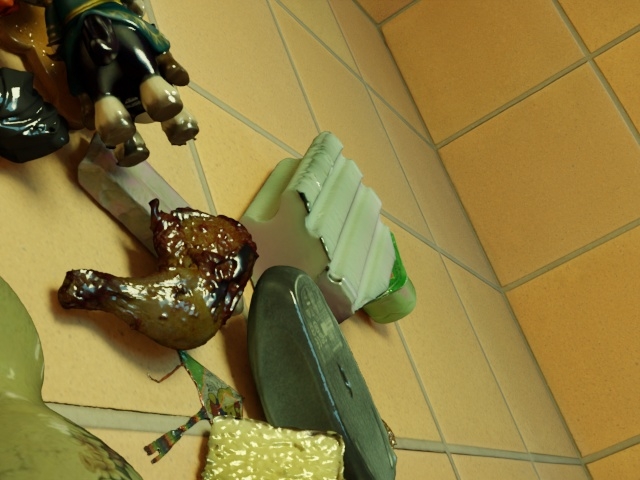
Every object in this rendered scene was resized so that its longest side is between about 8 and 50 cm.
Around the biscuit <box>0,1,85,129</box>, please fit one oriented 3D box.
[{"bbox_3d":[-0.359,-0.264,1.105,0.250,0.036,0.165,57,29,-7],"label":"biscuit"}]

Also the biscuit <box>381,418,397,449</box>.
[{"bbox_3d":[0.084,0.340,1.372,0.126,0.025,0.206,55,19,-15],"label":"biscuit"}]

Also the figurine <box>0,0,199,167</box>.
[{"bbox_3d":[-0.279,-0.285,0.991,0.412,0.241,0.306,59,14,-19],"label":"figurine"}]

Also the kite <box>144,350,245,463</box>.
[{"bbox_3d":[-0.146,0.210,1.007,0.198,0.006,0.244,63,19,7],"label":"kite"}]

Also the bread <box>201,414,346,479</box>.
[{"bbox_3d":[-0.053,0.324,0.936,0.266,0.178,0.142,-87,177,-50],"label":"bread"}]

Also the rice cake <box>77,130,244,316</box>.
[{"bbox_3d":[-0.207,-0.021,1.122,0.298,0.050,0.106,49,23,-28],"label":"rice cake"}]

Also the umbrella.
[{"bbox_3d":[-0.356,-0.147,0.857,0.272,0.122,0.110,14,93,-70],"label":"umbrella"}]

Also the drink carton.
[{"bbox_3d":[0.115,0.089,1.668,0.142,0.144,0.146,51,19,-52],"label":"drink carton"}]

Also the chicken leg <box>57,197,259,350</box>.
[{"bbox_3d":[-0.172,0.042,1.009,0.177,0.083,0.322,52,33,-11],"label":"chicken leg"}]

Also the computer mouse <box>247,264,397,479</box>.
[{"bbox_3d":[-0.010,0.215,1.183,0.374,0.114,0.203,66,17,1],"label":"computer mouse"}]

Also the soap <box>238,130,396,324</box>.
[{"bbox_3d":[0.000,0.000,1.454,0.261,0.156,0.446,55,19,-14],"label":"soap"}]

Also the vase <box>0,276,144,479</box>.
[{"bbox_3d":[-0.221,0.209,0.557,0.302,0.241,0.329,56,-14,30],"label":"vase"}]
